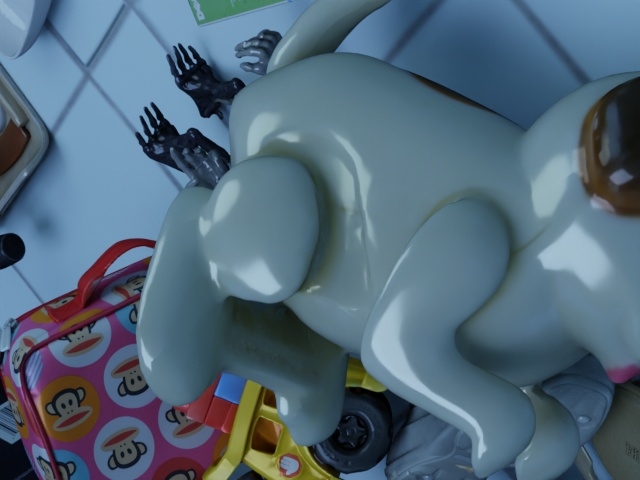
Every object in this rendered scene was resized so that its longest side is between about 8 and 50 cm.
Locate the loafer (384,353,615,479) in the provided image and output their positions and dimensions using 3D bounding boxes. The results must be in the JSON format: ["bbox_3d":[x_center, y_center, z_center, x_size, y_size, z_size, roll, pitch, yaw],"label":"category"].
[{"bbox_3d":[0.151,0.147,1.275,0.112,0.111,0.319,22,150,-18],"label":"loafer"}]

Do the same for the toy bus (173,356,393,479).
[{"bbox_3d":[-0.045,0.199,1.381,0.211,0.149,0.220,17,90,1],"label":"toy bus"}]

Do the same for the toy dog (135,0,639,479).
[{"bbox_3d":[0.132,-0.007,1.069,0.407,0.395,0.284,-1,155,28],"label":"toy dog"}]

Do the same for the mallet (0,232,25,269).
[{"bbox_3d":[-0.428,-0.036,1.682,0.190,0.039,0.062,46,134,-16],"label":"mallet"}]

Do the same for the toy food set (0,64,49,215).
[{"bbox_3d":[-0.463,-0.155,1.716,0.306,0.092,0.220,53,140,4],"label":"toy food set"}]

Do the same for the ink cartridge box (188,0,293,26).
[{"bbox_3d":[-0.050,-0.236,1.243,0.209,0.109,0.062,-6,109,46],"label":"ink cartridge box"}]

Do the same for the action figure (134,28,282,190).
[{"bbox_3d":[-0.062,-0.094,1.309,0.275,0.164,0.141,22,166,44],"label":"action figure"}]

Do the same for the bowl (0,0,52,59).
[{"bbox_3d":[-0.339,-0.282,1.543,0.142,0.053,0.142,46,138,13],"label":"bowl"}]

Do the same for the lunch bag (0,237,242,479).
[{"bbox_3d":[-0.168,0.123,1.446,0.120,0.293,0.258,20,130,60],"label":"lunch bag"}]

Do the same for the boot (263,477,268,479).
[{"bbox_3d":[-0.087,0.397,1.578,0.095,0.262,0.203,22,129,11],"label":"boot"}]

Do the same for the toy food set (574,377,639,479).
[{"bbox_3d":[0.274,0.166,1.214,0.132,0.038,0.192,61,155,7],"label":"toy food set"}]

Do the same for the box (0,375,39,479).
[{"bbox_3d":[-0.336,0.331,1.708,0.179,0.343,0.313,20,127,34],"label":"box"}]
